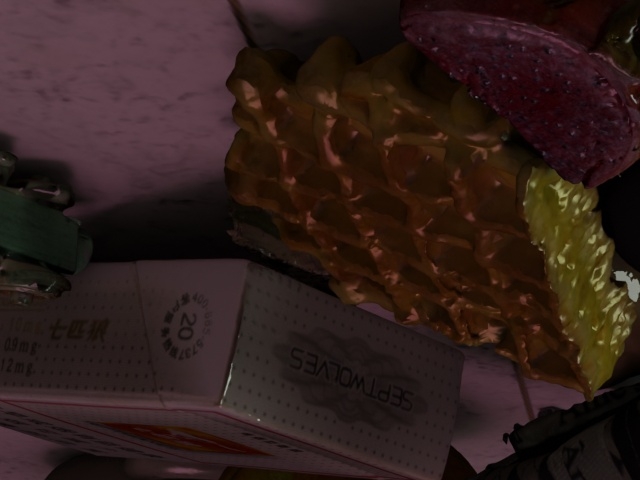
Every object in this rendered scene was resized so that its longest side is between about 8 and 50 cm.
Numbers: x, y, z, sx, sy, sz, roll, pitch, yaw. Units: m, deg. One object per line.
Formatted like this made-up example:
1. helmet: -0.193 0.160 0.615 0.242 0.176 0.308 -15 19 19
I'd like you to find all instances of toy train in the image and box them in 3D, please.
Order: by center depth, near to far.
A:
1. toy train: -0.224 -0.015 1.058 0.125 0.080 0.194 0 164 39

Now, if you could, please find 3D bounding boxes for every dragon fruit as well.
1. dragon fruit: 0.114 -0.095 0.768 0.096 0.102 0.147 -19 146 40

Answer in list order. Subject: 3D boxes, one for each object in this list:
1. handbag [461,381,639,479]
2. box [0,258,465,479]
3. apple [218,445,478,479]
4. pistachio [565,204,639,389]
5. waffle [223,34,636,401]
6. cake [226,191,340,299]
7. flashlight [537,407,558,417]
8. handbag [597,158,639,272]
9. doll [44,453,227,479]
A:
1. handbag: 0.255 0.152 1.208 0.317 0.180 0.416 -24 171 -32
2. box: -0.101 0.084 1.201 0.330 0.095 0.210 0 163 43
3. apple: 0.029 0.263 1.514 0.246 0.246 0.226 -13 150 37
4. pistachio: 0.151 0.019 1.065 0.108 0.126 0.185 -41 152 -4
5. waffle: 0.035 -0.027 0.924 0.219 0.057 0.229 21 157 30
6. cake: 0.000 0.000 1.093 0.055 0.051 0.140 -9 158 30
7. flashlight: 0.210 0.156 1.528 0.018 0.018 0.083 -19 151 41
8. handbag: 0.282 -0.036 0.900 0.308 0.093 0.254 -3 158 14
9. doll: -0.172 0.357 1.710 0.215 0.370 0.226 9 177 -8
